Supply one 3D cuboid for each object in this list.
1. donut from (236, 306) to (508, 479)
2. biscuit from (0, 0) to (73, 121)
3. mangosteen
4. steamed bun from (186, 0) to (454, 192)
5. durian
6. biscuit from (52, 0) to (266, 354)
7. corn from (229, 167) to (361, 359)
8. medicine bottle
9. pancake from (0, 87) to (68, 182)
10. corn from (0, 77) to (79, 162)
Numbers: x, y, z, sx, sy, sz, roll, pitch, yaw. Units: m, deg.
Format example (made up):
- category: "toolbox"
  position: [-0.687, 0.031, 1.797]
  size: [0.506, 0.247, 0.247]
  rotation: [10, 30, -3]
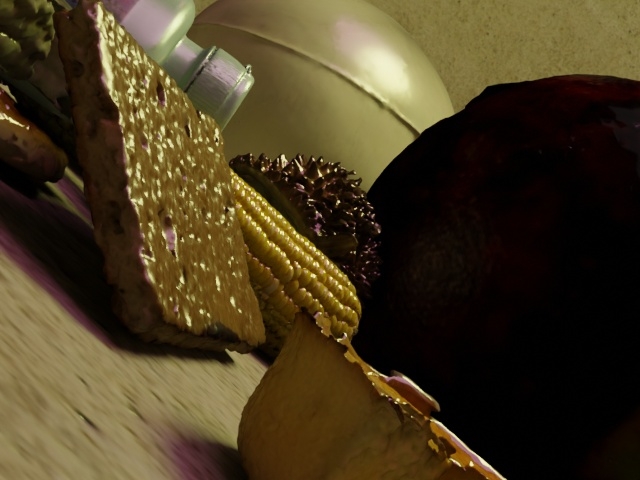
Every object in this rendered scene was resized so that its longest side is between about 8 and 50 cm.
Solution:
- category: "donut"
  position: [0.045, 0.100, 0.431]
  size: [0.181, 0.078, 0.146]
  rotation: [38, 0, -7]
- category: "biscuit"
  position: [-0.149, -0.113, 0.528]
  size: [0.147, 0.046, 0.250]
  rotation: [44, -3, 12]
- category: "mangosteen"
  position: [0.217, 0.072, 0.987]
  size: [0.421, 0.381, 0.381]
  rotation: [58, -2, -10]
- category: "steamed bun"
  position: [-0.011, -0.120, 1.382]
  size: [0.334, 0.334, 0.374]
  rotation: [44, -2, 36]
- category: "durian"
  position: [0.000, 0.000, 0.858]
  size: [0.188, 0.091, 0.148]
  rotation: [170, -98, -73]
- category: "biscuit"
  position: [-0.065, -0.015, 0.542]
  size: [0.231, 0.025, 0.131]
  rotation: [47, 30, -79]
- category: "corn"
  position: [-0.048, 0.008, 0.724]
  size: [0.203, 0.072, 0.072]
  rotation: [45, 0, -39]
- category: "medicine bottle"
  position: [-0.148, -0.135, 0.711]
  size: [0.229, 0.083, 0.121]
  rotation: [34, 38, -7]
- category: "pancake"
  position: [-0.174, -0.083, 0.557]
  size: [0.158, 0.028, 0.158]
  rotation: [45, -1, 1]
- category: "corn"
  position: [-0.120, -0.072, 0.800]
  size: [0.211, 0.087, 0.087]
  rotation: [45, 0, -1]
